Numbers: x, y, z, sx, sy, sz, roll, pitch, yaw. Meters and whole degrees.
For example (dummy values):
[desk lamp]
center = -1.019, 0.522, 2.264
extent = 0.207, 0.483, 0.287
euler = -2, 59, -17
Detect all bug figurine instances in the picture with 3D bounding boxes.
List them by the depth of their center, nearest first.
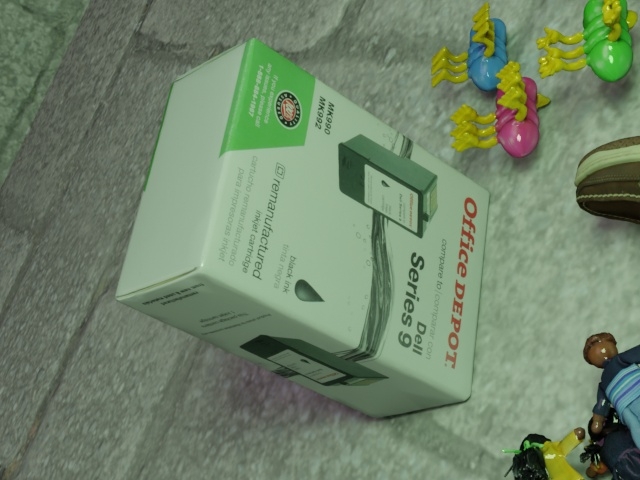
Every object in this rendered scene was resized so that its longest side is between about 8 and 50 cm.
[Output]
[bug figurine]
center = 0.202, -0.183, 1.020
extent = 0.279, 0.072, 0.216
euler = -41, 31, 45

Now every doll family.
[doll family]
center = 0.186, 0.148, 0.813
extent = 0.193, 0.076, 0.111
euler = -47, 30, 16

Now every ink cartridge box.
[ink cartridge box]
center = 0.000, 0.000, 0.988
extent = 0.121, 0.289, 0.211
euler = -20, 52, 46

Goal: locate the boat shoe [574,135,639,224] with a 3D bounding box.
[boat shoe]
center = 0.268, -0.016, 0.790
extent = 0.257, 0.095, 0.095
euler = 0, 74, 56
